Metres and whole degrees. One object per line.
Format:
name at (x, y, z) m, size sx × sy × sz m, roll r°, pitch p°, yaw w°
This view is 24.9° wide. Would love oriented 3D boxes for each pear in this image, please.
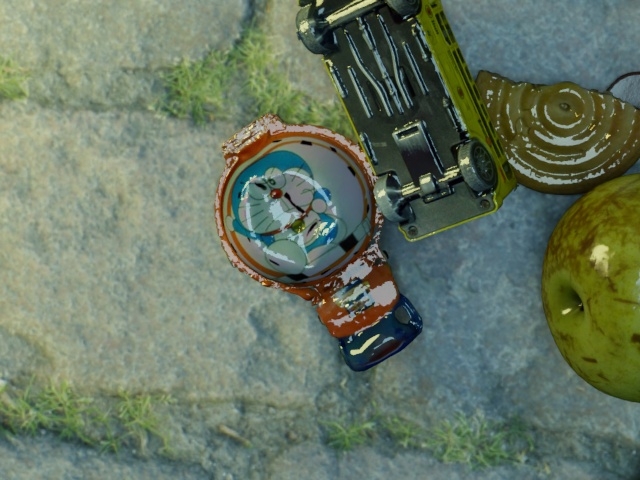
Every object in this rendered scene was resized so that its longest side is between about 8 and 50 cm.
pear at (0.396, 0.053, 1.684) m, size 0.283 × 0.283 × 0.284 m, roll 0°, pitch 96°, yaw 2°

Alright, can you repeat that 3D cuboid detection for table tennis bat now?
table tennis bat at (0.367, -0.162, 1.776) m, size 0.154 × 0.019 × 0.098 m, roll 9°, pitch 97°, yaw -1°

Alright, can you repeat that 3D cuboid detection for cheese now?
cheese at (0.000, 0.000, 1.753) m, size 0.217 × 0.129 × 0.329 m, roll -31°, pitch 95°, yaw 6°

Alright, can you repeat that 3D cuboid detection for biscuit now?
biscuit at (0.285, -0.125, 1.763) m, size 0.224 × 0.033 × 0.144 m, roll 16°, pitch 109°, yaw 4°

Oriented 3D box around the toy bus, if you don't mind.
toy bus at (0.107, -0.178, 1.710) m, size 0.144 × 0.152 × 0.330 m, roll -20°, pitch 98°, yaw 31°
